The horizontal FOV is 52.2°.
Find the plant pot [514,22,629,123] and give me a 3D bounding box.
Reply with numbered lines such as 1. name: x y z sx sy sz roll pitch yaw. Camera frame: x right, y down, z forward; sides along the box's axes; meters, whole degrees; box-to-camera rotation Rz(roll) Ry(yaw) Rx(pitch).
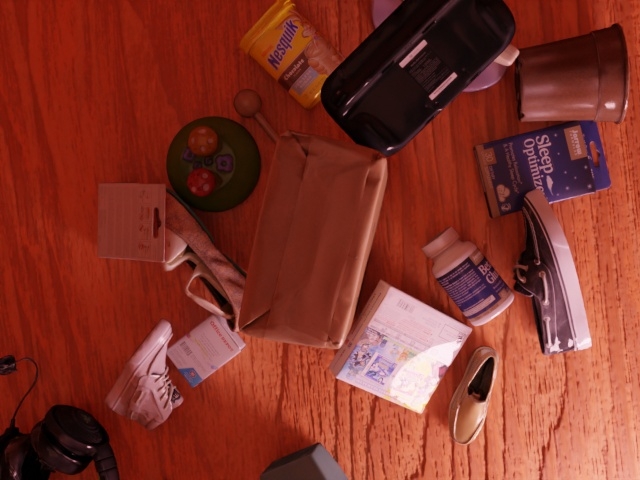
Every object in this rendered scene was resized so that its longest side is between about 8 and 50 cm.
1. plant pot: 0.421 -0.273 1.117 0.165 0.167 0.167 -5 92 13

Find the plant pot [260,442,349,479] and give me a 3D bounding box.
1. plant pot: -0.008 0.506 1.190 0.165 0.165 0.234 -24 82 6

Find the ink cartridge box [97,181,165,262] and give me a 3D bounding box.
1. ink cartridge box: -0.343 -0.036 1.220 0.179 0.045 0.146 3 93 29

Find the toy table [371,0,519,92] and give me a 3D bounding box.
1. toy table: 0.211 -0.372 1.128 0.274 0.161 0.252 23 95 3

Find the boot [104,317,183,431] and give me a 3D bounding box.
1. boot: -0.301 0.255 1.213 0.123 0.095 0.258 34 127 -4

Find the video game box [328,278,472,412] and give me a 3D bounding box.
1. video game box: 0.145 0.194 1.172 0.205 0.048 0.187 29 93 -25

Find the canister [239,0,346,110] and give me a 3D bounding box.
1. canister: -0.045 -0.339 1.197 0.170 0.073 0.126 44 96 1

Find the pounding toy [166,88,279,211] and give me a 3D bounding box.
1. pounding toy: -0.186 -0.158 1.200 0.236 0.110 0.183 -32 89 6

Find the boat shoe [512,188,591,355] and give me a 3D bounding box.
1. boat shoe: 0.390 0.062 1.153 0.102 0.108 0.301 -17 104 10

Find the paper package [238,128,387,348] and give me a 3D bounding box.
1. paper package: 0.000 0.000 1.080 0.168 0.325 0.310 14 94 5

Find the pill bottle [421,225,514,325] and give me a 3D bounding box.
1. pill bottle: 0.260 0.061 1.173 0.094 0.094 0.169 -38 89 6

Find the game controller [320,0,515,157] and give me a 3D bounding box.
1. game controller: 0.155 -0.283 1.036 0.319 0.067 0.166 -43 104 6

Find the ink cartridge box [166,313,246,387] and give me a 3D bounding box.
1. ink cartridge box: -0.217 0.205 1.248 0.122 0.052 0.089 -37 89 8

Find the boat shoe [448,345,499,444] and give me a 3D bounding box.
1. boat shoe: 0.279 0.287 1.192 0.068 0.072 0.190 13 94 5

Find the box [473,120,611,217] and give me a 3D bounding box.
1. box: 0.404 -0.134 1.181 0.225 0.036 0.137 -14 91 5

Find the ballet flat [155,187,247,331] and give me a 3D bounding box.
1. ballet flat: -0.226 0.041 1.205 0.316 0.107 0.106 47 64 3

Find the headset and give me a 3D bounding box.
1. headset: -0.537 0.397 1.220 0.243 0.185 0.394 -29 75 6
